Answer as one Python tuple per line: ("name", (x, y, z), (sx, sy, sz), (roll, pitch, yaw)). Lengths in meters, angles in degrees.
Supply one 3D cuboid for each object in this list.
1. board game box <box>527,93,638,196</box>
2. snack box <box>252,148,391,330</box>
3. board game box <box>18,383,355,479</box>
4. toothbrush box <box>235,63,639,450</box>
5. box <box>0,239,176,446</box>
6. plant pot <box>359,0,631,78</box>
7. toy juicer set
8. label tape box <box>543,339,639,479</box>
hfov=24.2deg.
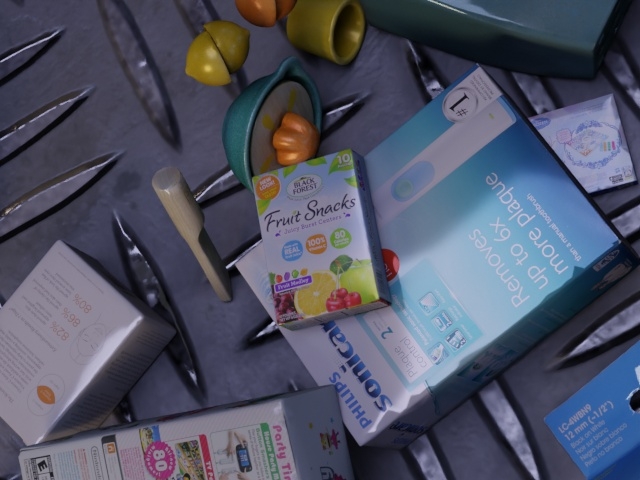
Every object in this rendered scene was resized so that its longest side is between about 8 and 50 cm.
("board game box", (0.247, -0.085, 1.424), (0.090, 0.020, 0.090), (-15, 75, 13))
("snack box", (0.000, 0.000, 1.333), (0.100, 0.037, 0.141), (-15, 74, 18))
("board game box", (-0.113, 0.267, 1.348), (0.303, 0.097, 0.224), (-14, 86, 31))
("toothbrush box", (0.107, 0.021, 1.376), (0.295, 0.126, 0.216), (-39, 69, 11))
("box", (-0.255, 0.110, 1.493), (0.130, 0.091, 0.170), (40, 90, 21))
("plant pot", (0.175, -0.257, 1.417), (0.234, 0.166, 0.165), (25, 85, 14))
("toy juicer set", (-0.059, -0.112, 1.425), (0.089, 0.209, 0.329), (16, 81, 29))
("label tape box", (0.334, 0.233, 1.220), (0.249, 0.115, 0.347), (-45, 68, 33))
